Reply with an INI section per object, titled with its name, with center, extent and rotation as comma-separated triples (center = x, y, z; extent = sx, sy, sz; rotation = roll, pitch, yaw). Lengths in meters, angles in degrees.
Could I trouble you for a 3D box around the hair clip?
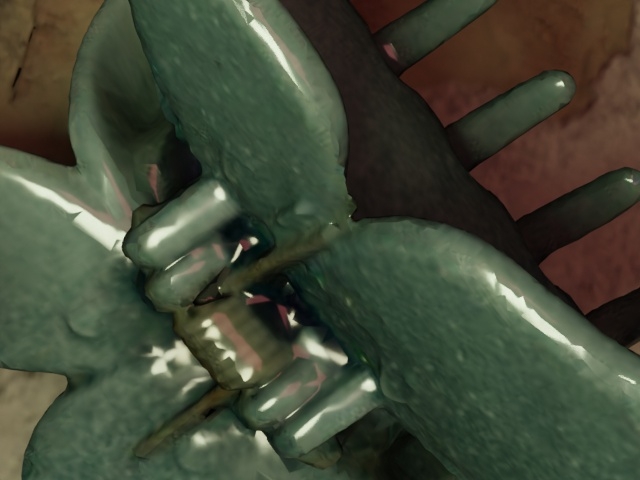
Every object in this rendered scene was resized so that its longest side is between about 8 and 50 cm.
[hair clip]
center = 0.000, 0.000, 0.818
extent = 0.318, 0.392, 0.238
rotation = 52, 43, -5
